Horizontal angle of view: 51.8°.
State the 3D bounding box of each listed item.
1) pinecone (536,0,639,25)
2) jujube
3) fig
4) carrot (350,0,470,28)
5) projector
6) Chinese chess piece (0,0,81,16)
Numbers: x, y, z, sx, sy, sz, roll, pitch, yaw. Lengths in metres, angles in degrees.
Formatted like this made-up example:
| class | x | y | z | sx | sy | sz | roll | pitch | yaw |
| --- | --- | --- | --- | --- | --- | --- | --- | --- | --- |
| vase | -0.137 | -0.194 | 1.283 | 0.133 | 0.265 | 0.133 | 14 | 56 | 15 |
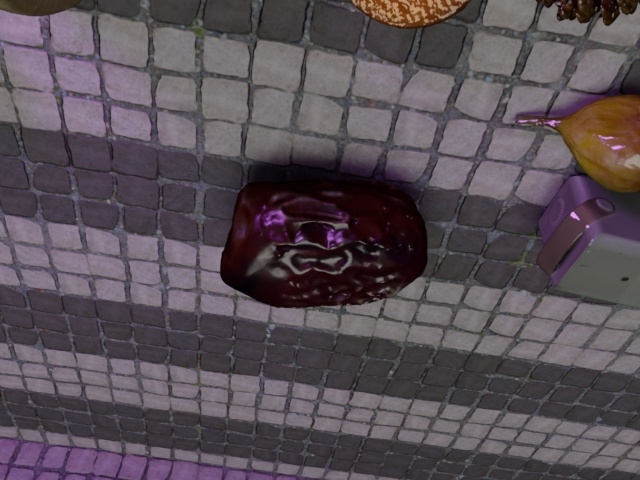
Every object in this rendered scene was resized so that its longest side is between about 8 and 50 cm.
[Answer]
| class | x | y | z | sx | sy | sz | roll | pitch | yaw |
| --- | --- | --- | --- | --- | --- | --- | --- | --- | --- |
| pinecone | 0.346 | -0.356 | 0.849 | 0.174 | 0.173 | 0.173 | 3 | 137 | 3 |
| jujube | 0.000 | 0.000 | 1.197 | 0.377 | 0.258 | 0.258 | -7 | 136 | -4 |
| fig | 0.438 | -0.165 | 1.062 | 0.257 | 0.159 | 0.159 | 16 | 139 | 18 |
| carrot | 0.127 | -0.433 | 0.838 | 0.258 | 0.100 | 0.307 | 0 | 129 | 9 |
| projector | 0.513 | 0.002 | 1.181 | 0.243 | 0.177 | 0.163 | 11 | 134 | -8 |
| Chinese chess piece | -0.303 | -0.416 | 0.719 | 0.140 | 0.338 | 0.338 | 37 | 132 | -1 |
